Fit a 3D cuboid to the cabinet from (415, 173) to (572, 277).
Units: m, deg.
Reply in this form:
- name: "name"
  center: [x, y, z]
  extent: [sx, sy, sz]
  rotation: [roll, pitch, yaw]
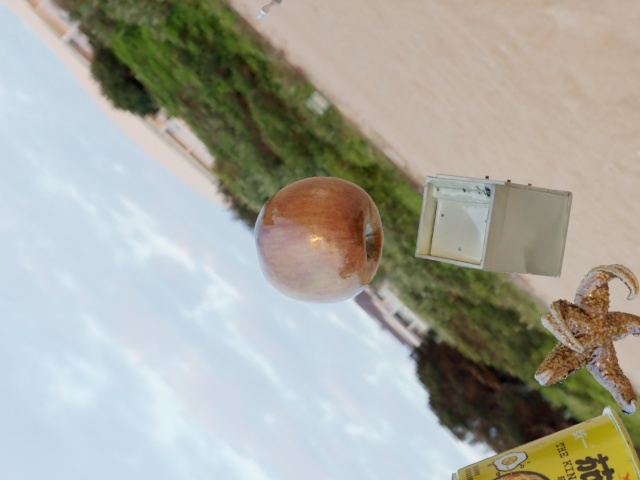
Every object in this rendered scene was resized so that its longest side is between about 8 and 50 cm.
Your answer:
- name: "cabinet"
  center: [0.282, -0.028, 1.740]
  extent: [0.206, 0.150, 0.145]
  rotation: [6, -176, -43]

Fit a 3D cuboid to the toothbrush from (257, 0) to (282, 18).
- name: "toothbrush"
  center: [-0.056, -0.324, 1.436]
  extent: [0.014, 0.017, 0.162]
  rotation: [42, -150, -7]

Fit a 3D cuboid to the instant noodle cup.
- name: "instant noodle cup"
  center: [0.340, 0.422, 1.528]
  extent: [0.325, 0.254, 0.325]
  rotation: [-16, -90, -83]

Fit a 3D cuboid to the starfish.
- name: "starfish"
  center: [0.316, 0.122, 1.214]
  extent: [0.146, 0.190, 0.074]
  rotation: [55, 157, -1]

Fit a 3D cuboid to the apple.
- name: "apple"
  center: [0.000, 0.000, 1.752]
  extent: [0.188, 0.211, 0.211]
  rotation: [1, 166, 25]
